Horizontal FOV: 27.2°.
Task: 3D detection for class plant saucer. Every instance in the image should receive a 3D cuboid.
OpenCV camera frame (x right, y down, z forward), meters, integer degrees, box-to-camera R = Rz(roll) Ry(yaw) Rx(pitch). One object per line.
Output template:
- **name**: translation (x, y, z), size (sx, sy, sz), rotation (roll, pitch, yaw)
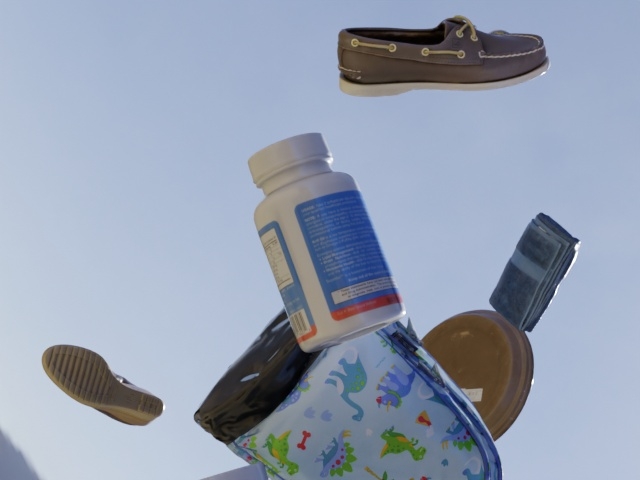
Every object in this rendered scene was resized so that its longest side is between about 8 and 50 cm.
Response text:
- **plant saucer**: translation (0.246, 0.243, 2.317), size (0.041, 0.278, 0.278), rotation (35, 5, -41)

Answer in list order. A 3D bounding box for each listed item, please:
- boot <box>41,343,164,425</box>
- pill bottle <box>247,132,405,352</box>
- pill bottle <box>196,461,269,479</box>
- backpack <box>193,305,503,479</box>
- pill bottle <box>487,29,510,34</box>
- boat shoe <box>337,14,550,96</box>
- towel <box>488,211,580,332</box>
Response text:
- **boot**: translation (-0.411, 0.264, 2.346), size (0.248, 0.090, 0.207), rotation (31, -22, -23)
- **pill bottle**: translation (0.000, 0.000, 1.439), size (0.124, 0.124, 0.221), rotation (134, -62, -71)
- **pill bottle**: translation (-0.073, 0.401, 1.352), size (0.181, 0.182, 0.322), rotation (131, -57, -71)
- **backpack**: translation (0.065, 0.252, 1.700), size (0.355, 0.290, 0.273), rotation (46, -7, -15)
- **pill bottle**: translation (0.330, -0.331, 2.411), size (0.116, 0.065, 0.065), rotation (-91, 171, -53)
- **boat shoe**: translation (0.187, -0.286, 2.003), size (0.116, 0.324, 0.096), rotation (-91, 177, -62)
- **towel**: translation (0.225, 0.034, 1.403), size (0.067, 0.029, 0.119), rotation (43, -62, 39)
